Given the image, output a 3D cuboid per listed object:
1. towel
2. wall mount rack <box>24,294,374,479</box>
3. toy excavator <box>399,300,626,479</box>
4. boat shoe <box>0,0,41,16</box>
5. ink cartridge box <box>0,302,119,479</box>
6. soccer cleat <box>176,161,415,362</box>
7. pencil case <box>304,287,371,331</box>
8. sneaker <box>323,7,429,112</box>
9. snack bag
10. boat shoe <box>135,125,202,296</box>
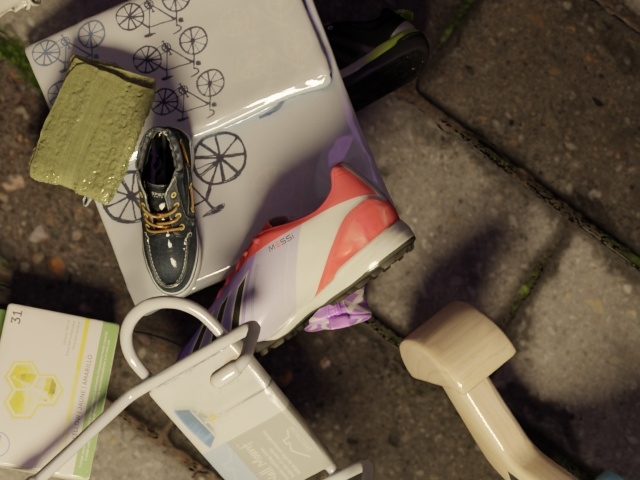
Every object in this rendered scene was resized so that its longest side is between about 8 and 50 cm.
[{"bbox_3d":[-0.244,-0.120,1.623,0.110,0.027,0.148,20,86,12],"label":"towel"},{"bbox_3d":[-0.127,0.241,1.547,0.304,0.130,0.350,-31,109,21],"label":"wall mount rack"},{"bbox_3d":[0.284,0.312,1.612,0.222,0.445,0.433,-38,129,-17],"label":"toy excavator"},{"bbox_3d":[-0.330,-0.301,1.658,0.084,0.095,0.258,32,75,1],"label":"boat shoe"},{"bbox_3d":[-0.344,0.150,1.586,0.235,0.056,0.171,12,77,-11],"label":"ink cartridge box"},{"bbox_3d":[-0.048,0.043,1.575,0.318,0.108,0.116,-36,86,27],"label":"soccer cleat"},{"bbox_3d":[0.000,0.000,1.669,0.086,0.088,0.206,-13,83,-12],"label":"pencil case"},{"bbox_3d":[0.014,-0.196,1.730,0.234,0.084,0.097,-26,61,-16],"label":"sneaker"},{"bbox_3d":[-0.124,-0.120,1.636,0.323,0.037,0.343,-22,82,7],"label":"snack bag"},{"bbox_3d":[-0.165,-0.030,1.578,0.065,0.083,0.183,-3,90,8],"label":"boat shoe"}]
